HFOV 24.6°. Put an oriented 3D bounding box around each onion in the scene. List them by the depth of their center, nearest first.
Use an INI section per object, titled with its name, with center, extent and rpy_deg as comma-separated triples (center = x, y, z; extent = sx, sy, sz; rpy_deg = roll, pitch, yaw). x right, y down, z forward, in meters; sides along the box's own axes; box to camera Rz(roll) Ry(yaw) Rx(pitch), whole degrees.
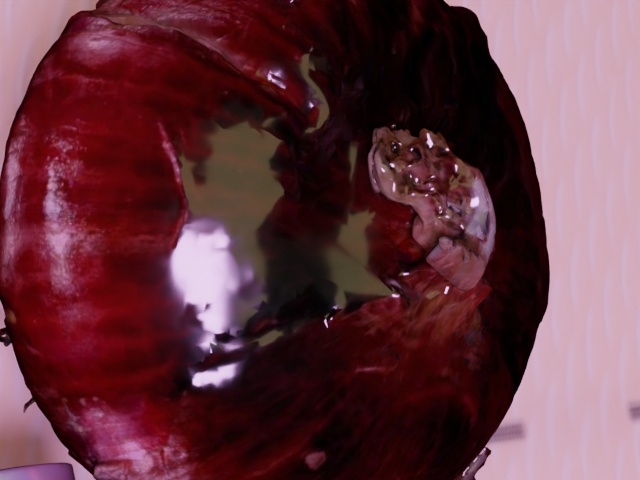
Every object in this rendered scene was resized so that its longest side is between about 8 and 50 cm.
[onion]
center = 0.000, 0.000, 0.715
extent = 0.314, 0.232, 0.314
rpy_deg = 2, 87, -47

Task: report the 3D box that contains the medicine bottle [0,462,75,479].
[medicine bottle]
center = -0.132, 0.197, 0.637
extent = 0.094, 0.119, 0.188
rpy_deg = -4, 76, -32
